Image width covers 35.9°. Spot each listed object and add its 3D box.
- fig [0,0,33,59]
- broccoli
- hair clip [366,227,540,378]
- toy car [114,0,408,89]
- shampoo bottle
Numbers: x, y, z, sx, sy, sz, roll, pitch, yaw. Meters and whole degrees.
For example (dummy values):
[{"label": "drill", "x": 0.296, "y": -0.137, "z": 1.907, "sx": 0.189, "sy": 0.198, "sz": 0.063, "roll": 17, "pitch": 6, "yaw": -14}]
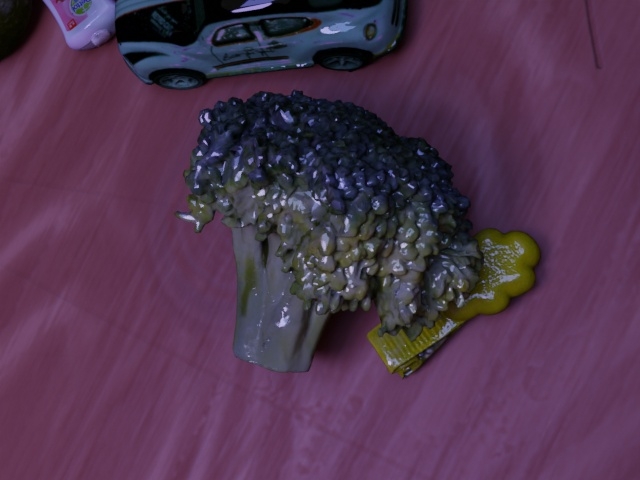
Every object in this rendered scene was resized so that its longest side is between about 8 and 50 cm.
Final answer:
[{"label": "fig", "x": -0.431, "y": -0.286, "z": 1.014, "sx": 0.203, "sy": 0.235, "sz": 0.203, "roll": -4, "pitch": 79, "yaw": 22}, {"label": "broccoli", "x": 0.000, "y": 0.000, "z": 0.860, "sx": 0.263, "sy": 0.247, "sz": 0.243, "roll": 15, "pitch": 104, "yaw": -13}, {"label": "hair clip", "x": 0.120, "y": 0.050, "z": 0.882, "sx": 0.173, "sy": 0.046, "sz": 0.072, "roll": -37, "pitch": 71, "yaw": 8}, {"label": "toy car", "x": -0.072, "y": -0.235, "z": 0.950, "sx": 0.306, "sy": 0.125, "sz": 0.136, "roll": -3, "pitch": 81, "yaw": 16}, {"label": "shampoo bottle", "x": -0.253, "y": -0.249, "z": 1.051, "sx": 0.072, "sy": 0.043, "sz": 0.099, "roll": -34, "pitch": 73, "yaw": 11}]
